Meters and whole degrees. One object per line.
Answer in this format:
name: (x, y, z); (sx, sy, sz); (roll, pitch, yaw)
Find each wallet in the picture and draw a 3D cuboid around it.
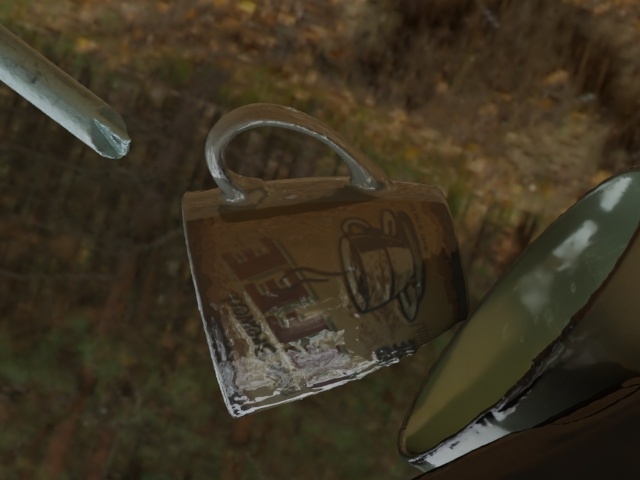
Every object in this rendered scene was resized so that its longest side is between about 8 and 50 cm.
wallet: (0.140, 0.256, 1.067); (0.377, 0.197, 0.051); (-26, -172, -11)

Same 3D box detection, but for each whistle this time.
whistle: (-0.374, -0.214, 1.808); (0.312, 0.062, 0.062); (37, 178, 0)

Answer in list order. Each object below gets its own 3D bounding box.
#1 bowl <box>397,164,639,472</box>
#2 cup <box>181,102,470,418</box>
bowl: (0.250, 0.121, 1.275); (0.185, 0.354, 0.354); (40, 177, -4)
cup: (0.000, 0.000, 1.353); (0.257, 0.301, 0.227); (-15, -156, -3)
